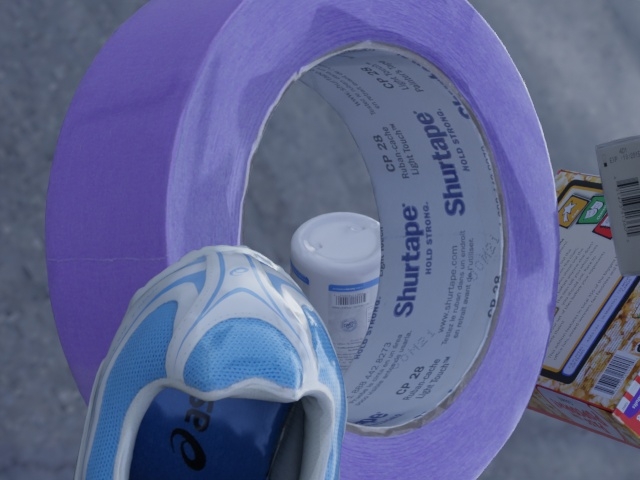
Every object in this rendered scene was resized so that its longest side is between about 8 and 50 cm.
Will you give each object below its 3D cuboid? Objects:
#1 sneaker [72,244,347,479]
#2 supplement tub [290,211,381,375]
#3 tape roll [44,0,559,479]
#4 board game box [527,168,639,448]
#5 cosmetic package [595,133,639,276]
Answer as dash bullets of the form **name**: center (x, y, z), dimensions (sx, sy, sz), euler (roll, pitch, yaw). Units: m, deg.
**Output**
- **sneaker**: center (-0.043, 0.119, 0.609), dimensions (0.086, 0.085, 0.237), euler (-94, -170, -66)
- **supplement tub**: center (0.014, 0.041, 1.314), dimensions (0.071, 0.071, 0.107), euler (-86, 177, -52)
- **tape roll**: center (0.000, 0.000, 0.962), dimensions (0.275, 0.090, 0.275), euler (2, 87, -46)
- **board game box**: center (0.166, 0.035, 1.148), dimensions (0.045, 0.147, 0.193), euler (41, -11, -26)
- **cosmetic package**: center (0.178, -0.024, 0.834), dimensions (0.115, 0.041, 0.060), euler (-14, 92, -26)
